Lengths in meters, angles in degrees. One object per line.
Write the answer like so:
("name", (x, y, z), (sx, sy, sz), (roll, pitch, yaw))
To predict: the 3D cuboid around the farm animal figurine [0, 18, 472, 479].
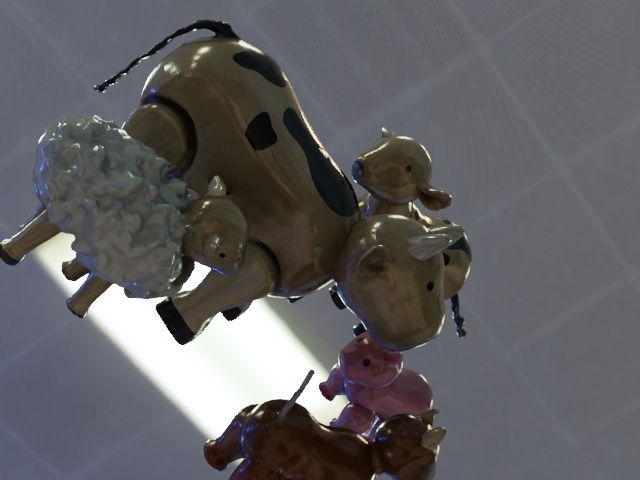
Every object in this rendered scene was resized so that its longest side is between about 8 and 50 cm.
("farm animal figurine", (0.000, 0.000, 0.821), (0.172, 0.330, 0.327), (-36, -76, 23))
